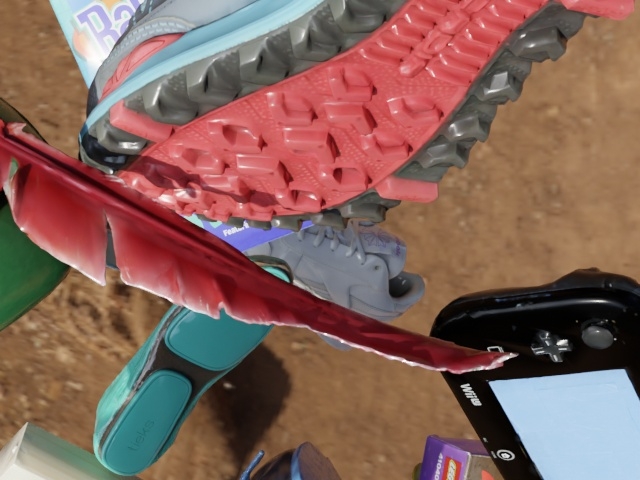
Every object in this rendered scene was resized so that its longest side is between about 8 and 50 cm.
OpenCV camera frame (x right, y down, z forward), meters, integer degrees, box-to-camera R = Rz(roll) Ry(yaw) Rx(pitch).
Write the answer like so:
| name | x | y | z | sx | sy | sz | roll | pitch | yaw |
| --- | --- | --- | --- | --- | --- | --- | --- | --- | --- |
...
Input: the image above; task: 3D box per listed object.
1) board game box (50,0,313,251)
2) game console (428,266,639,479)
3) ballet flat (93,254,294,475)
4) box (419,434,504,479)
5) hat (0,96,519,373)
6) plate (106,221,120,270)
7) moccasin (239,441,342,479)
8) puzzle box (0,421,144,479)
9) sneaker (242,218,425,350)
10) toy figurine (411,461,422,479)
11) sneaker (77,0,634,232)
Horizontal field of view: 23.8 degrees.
| name | x | y | z | sx | sy | sz | roll | pitch | yaw |
| --- | --- | --- | --- | --- | --- | --- | --- | --- | --- |
| board game box | -0.058 | -0.102 | 0.931 | 0.160 | 0.047 | 0.210 | -21 | 101 | 9 |
| game console | 0.145 | 0.145 | 0.749 | 0.044 | 0.213 | 0.361 | -83 | 151 | -45 |
| ballet flat | -0.118 | 0.091 | 1.302 | 0.083 | 0.087 | 0.247 | 31 | 108 | -26 |
| box | 0.138 | 0.276 | 0.937 | 0.201 | 0.057 | 0.293 | 9 | 92 | -24 |
| hat | -0.087 | -0.028 | 0.465 | 0.183 | 0.173 | 0.209 | -20 | 91 | -18 |
| plate | -0.226 | -0.034 | 1.310 | 0.188 | 0.188 | 0.024 | 31 | 98 | -30 |
| moccasin | -0.019 | 0.230 | 1.097 | 0.116 | 0.342 | 0.138 | -30 | 77 | -3 |
| puzzle box | -0.261 | 0.346 | 1.457 | 0.272 | 0.409 | 0.052 | 30 | 40 | -19 |
| sneaker | 0.000 | 0.000 | 1.658 | 0.305 | 0.152 | 0.114 | 42 | 30 | -42 |
| toy figurine | 0.182 | 0.286 | 1.364 | 0.213 | 0.148 | 0.210 | 3 | 76 | -55 |
| sneaker | 0.019 | -0.094 | 0.436 | 0.104 | 0.262 | 0.125 | 20 | 53 | -31 |
